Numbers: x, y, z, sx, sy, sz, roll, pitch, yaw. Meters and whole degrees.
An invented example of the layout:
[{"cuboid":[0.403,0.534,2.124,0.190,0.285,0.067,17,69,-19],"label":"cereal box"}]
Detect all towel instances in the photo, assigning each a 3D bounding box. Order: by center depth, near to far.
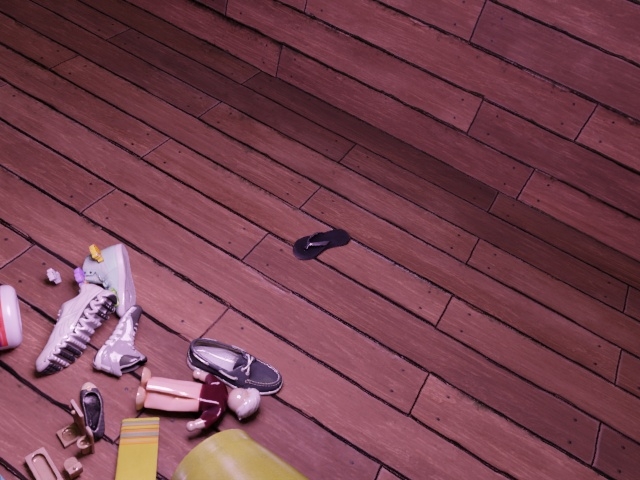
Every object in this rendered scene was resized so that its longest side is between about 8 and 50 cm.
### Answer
[{"cuboid":[-0.477,0.563,1.573,0.102,0.021,0.237,1,34,-12],"label":"towel"}]

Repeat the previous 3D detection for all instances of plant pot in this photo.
[{"cuboid":[-0.172,0.651,1.416,0.366,0.367,0.353,-24,46,-34],"label":"plant pot"}]

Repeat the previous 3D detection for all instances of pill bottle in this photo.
[{"cuboid":[-1.003,0.234,1.650,0.322,0.182,0.182,-8,50,-25],"label":"pill bottle"}]

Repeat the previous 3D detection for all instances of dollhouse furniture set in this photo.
[{"cuboid":[-0.656,0.521,1.517,0.151,0.123,0.144,-27,59,-36],"label":"dollhouse furniture set"}]

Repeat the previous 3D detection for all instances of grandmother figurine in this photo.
[{"cuboid":[-0.340,0.447,1.707,0.342,0.104,0.208,7,47,-8],"label":"grandmother figurine"}]

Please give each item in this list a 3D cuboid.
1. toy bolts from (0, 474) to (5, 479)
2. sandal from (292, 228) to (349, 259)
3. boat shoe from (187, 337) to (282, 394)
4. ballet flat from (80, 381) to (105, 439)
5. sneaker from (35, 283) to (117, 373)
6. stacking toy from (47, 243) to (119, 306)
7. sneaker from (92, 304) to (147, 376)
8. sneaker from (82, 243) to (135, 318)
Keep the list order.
[{"cuboid":[-0.793,0.653,1.376,0.218,0.158,0.229,-16,52,23],"label":"toy bolts"},{"cuboid":[0.000,-0.001,2.282,0.254,0.055,0.097,-22,56,-33],"label":"sandal"},{"cuboid":[-0.255,0.376,1.806,0.302,0.091,0.114,14,44,-3],"label":"boat shoe"},{"cuboid":[-0.618,0.459,1.643,0.057,0.049,0.173,-9,50,-26],"label":"ballet flat"},{"cuboid":[-0.721,0.252,1.743,0.118,0.110,0.292,27,65,15],"label":"sneaker"},{"cuboid":[-0.729,0.140,1.851,0.166,0.052,0.221,-28,66,-2],"label":"stacking toy"},{"cuboid":[-0.561,0.309,1.796,0.132,0.086,0.229,26,55,2],"label":"sneaker"},{"cuboid":[-0.681,0.146,1.919,0.150,0.094,0.256,-16,64,0],"label":"sneaker"}]
